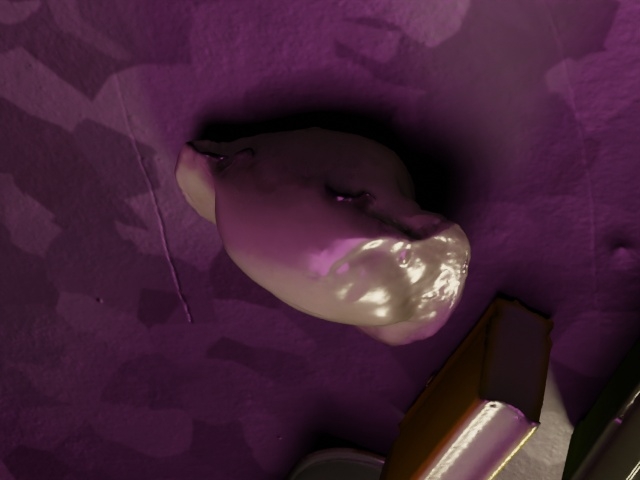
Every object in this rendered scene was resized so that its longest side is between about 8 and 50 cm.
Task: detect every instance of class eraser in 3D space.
[{"bbox_3d":[0.135,0.175,1.317,0.069,0.158,0.226,26,129,-8],"label":"eraser"}]

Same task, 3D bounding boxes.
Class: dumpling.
[{"bbox_3d":[0.005,-0.003,1.241,0.175,0.243,0.227,-30,144,-10],"label":"dumpling"}]

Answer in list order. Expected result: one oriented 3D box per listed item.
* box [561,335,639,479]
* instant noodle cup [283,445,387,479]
[{"bbox_3d":[0.362,0.193,1.259,0.253,0.177,0.328,22,128,-3],"label":"box"},{"bbox_3d":[0.020,0.367,1.464,0.243,0.243,0.231,21,123,0],"label":"instant noodle cup"}]
